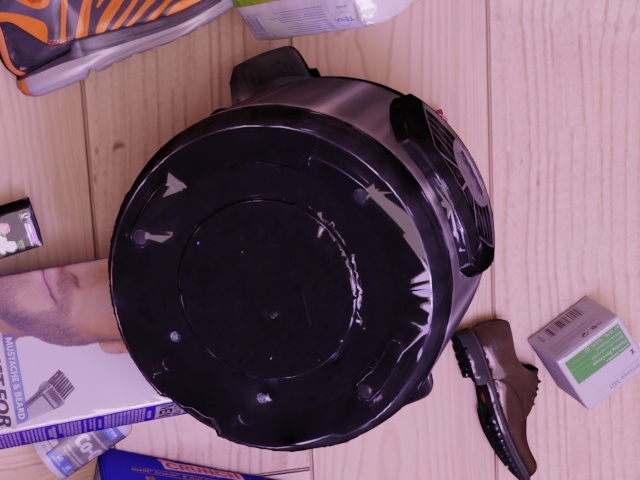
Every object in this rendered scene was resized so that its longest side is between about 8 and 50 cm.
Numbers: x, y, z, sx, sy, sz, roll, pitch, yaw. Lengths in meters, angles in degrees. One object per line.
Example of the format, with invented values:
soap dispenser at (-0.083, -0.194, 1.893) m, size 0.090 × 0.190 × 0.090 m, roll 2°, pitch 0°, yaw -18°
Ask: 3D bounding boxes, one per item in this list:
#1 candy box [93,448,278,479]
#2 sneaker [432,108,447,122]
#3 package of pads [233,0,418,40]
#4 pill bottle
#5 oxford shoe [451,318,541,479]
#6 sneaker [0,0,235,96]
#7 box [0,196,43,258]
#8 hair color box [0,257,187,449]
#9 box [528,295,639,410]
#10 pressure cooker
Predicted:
candy box at (-0.131, 0.371, 1.776) m, size 0.268 × 0.317 × 0.122 m, roll 12°, pitch 102°, yaw -15°
sneaker at (0.147, -0.117, 1.868) m, size 0.067 × 0.042 × 0.118 m, roll -45°, pitch 106°, yaw 4°
package of pads at (0.075, -0.321, 1.654) m, size 0.296 × 0.229 × 0.101 m, roll -36°, pitch 111°, yaw -28°
pill bottle at (-0.277, 0.220, 1.831) m, size 0.137 × 0.078 × 0.078 m, roll -35°, pitch 108°, yaw -3°
oxford shoe at (0.248, 0.206, 1.951) m, size 0.096 × 0.083 × 0.227 m, roll -22°, pitch 108°, yaw -12°
sneaker at (-0.227, -0.301, 1.694) m, size 0.321 × 0.124 × 0.180 m, roll -26°, pitch 109°, yaw -6°
box at (-0.370, -0.011, 1.762) m, size 0.083 × 0.062 × 0.052 m, roll -17°, pitch 105°, yaw -8°
hair color box at (-0.321, 0.133, 1.748) m, size 0.338 × 0.110 × 0.185 m, roll -10°, pitch 74°, yaw -12°
box at (0.343, 0.144, 1.946) m, size 0.101 × 0.102 × 0.087 m, roll -36°, pitch 110°, yaw -4°
pressure cooker at (-0.006, 0.000, 1.675) m, size 0.375 × 0.420 × 0.370 m, roll 23°, pitch 106°, yaw 8°
